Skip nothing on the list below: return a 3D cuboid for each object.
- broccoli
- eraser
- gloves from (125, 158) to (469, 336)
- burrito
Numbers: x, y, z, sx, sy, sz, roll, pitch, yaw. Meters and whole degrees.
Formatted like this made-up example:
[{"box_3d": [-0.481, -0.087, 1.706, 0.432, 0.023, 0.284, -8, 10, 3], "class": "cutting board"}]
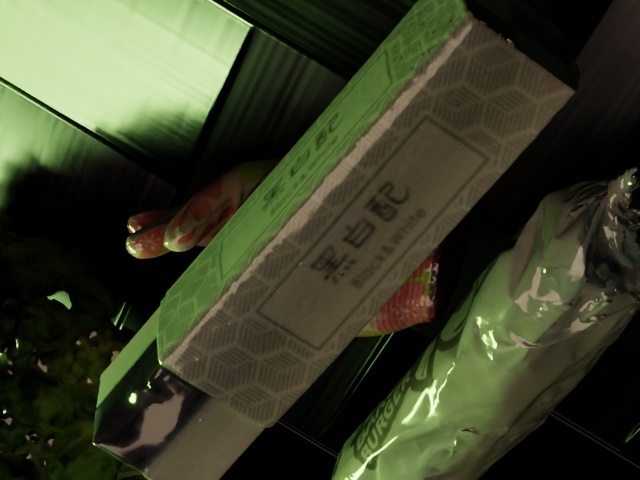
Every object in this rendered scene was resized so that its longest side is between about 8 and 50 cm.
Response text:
[{"box_3d": [-0.272, 0.152, 1.579, 0.324, 0.272, 0.334, 58, 147, -6], "class": "broccoli"}, {"box_3d": [0.000, 0.000, 1.266, 0.098, 0.096, 0.404, 33, 113, -19], "class": "eraser"}, {"box_3d": [-0.021, -0.004, 1.398, 0.241, 0.126, 0.145, 16, 154, 17], "class": "gloves"}, {"box_3d": [0.137, 0.083, 1.383, 0.101, 0.139, 0.445, 59, 140, 23], "class": "burrito"}]
